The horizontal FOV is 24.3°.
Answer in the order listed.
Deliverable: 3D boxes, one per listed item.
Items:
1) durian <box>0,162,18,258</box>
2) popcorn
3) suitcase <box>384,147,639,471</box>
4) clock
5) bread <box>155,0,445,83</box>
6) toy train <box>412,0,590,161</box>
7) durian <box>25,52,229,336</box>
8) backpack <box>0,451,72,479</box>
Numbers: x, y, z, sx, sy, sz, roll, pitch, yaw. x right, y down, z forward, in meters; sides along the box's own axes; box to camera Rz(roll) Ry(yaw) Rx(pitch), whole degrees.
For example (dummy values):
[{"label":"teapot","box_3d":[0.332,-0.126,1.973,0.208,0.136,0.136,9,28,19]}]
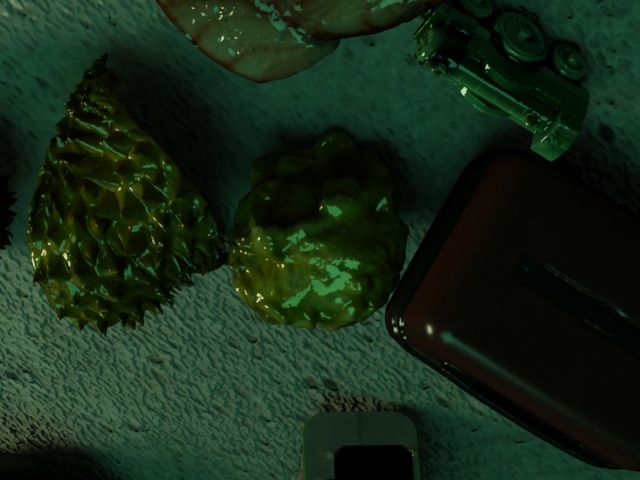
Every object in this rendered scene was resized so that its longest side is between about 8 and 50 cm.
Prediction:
[{"label":"durian","box_3d":[-0.450,-0.008,1.581,0.258,0.258,0.293,25,141,-7]},{"label":"popcorn","box_3d":[-0.002,-0.003,1.479,0.198,0.197,0.155,14,143,3]},{"label":"suitcase","box_3d":[0.233,0.068,1.434,0.297,0.236,0.161,31,173,-15]},{"label":"clock","box_3d":[0.049,0.382,1.820,0.166,0.235,0.309,0,145,-4]},{"label":"bread","box_3d":[-0.017,-0.296,1.248,0.328,0.114,0.295,-20,124,33]},{"label":"toy train","box_3d":[0.162,-0.154,1.339,0.178,0.104,0.071,30,139,-11]},{"label":"durian","box_3d":[-0.201,-0.002,1.501,0.185,0.196,0.305,44,165,38]},{"label":"backpack","box_3d":[-0.389,0.458,2.013,0.363,0.255,0.445,-23,120,26]}]
